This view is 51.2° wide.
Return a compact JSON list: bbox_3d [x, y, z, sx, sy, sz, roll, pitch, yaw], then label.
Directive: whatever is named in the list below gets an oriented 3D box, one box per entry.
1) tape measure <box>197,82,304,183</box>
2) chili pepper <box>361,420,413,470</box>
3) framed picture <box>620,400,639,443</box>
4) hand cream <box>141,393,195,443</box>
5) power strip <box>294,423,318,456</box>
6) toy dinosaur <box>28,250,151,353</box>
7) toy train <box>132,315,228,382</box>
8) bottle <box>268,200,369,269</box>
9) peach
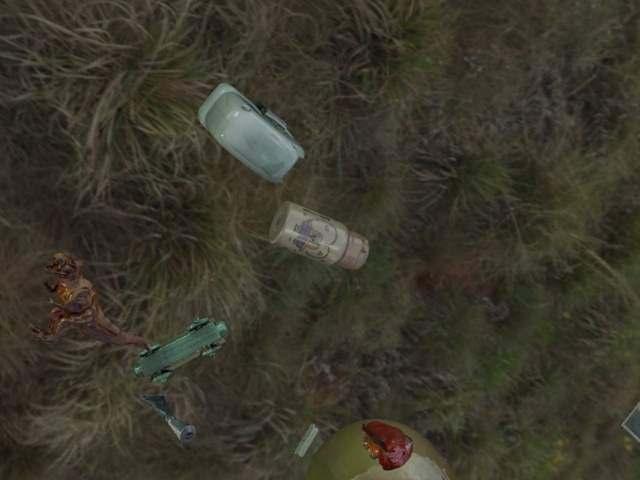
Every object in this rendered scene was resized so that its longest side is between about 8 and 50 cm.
[{"bbox_3d":[-0.142,-0.239,1.506,0.243,0.246,0.125,33,100,-37],"label":"tape measure"},{"bbox_3d":[0.077,0.234,0.770,0.050,0.059,0.268,-19,165,-6],"label":"chili pepper"},{"bbox_3d":[0.661,0.380,1.359,0.089,0.006,0.066,44,82,0],"label":"framed picture"},{"bbox_3d":[-0.426,0.499,1.910,0.052,0.248,0.075,-54,131,-7],"label":"hand cream"},{"bbox_3d":[-0.036,0.527,1.761,0.016,0.040,0.090,35,80,-13],"label":"power strip"},{"bbox_3d":[-0.587,0.189,1.603,0.208,0.097,0.432,-30,141,-12],"label":"toy dinosaur"},{"bbox_3d":[-0.396,0.312,1.922,0.285,0.177,0.116,-28,87,-7],"label":"toy train"},{"bbox_3d":[0.000,0.000,1.411,0.209,0.110,0.097,23,61,-21],"label":"bottle"},{"bbox_3d":[0.115,0.453,1.148,0.292,0.292,0.247,-12,149,-34],"label":"peach"}]
